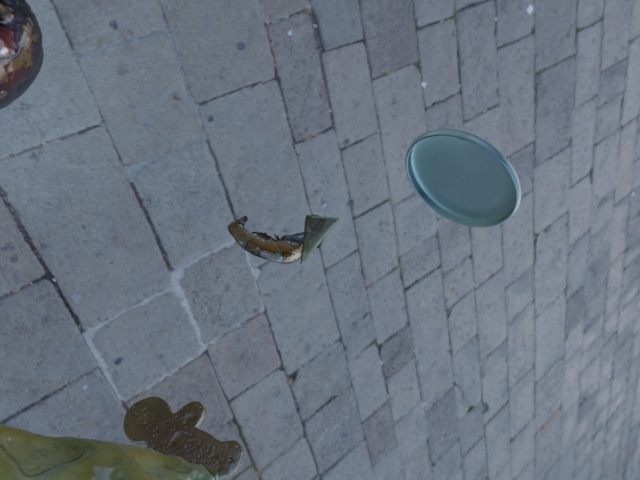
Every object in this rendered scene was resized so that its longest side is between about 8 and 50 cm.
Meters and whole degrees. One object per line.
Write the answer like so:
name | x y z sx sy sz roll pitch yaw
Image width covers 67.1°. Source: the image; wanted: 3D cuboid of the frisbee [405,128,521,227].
frisbee | 0.126 -0.055 0.433 0.014 0.110 0.110 -50 129 -26

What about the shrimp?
shrimp | -0.118 -0.012 1.274 0.290 0.222 0.054 -15 128 -57

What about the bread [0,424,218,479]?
bread | -0.233 0.286 0.417 0.251 0.196 0.239 25 114 -17

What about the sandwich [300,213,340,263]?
sandwich | 0.000 0.000 1.122 0.074 0.074 0.117 -37 135 -79

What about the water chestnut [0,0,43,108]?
water chestnut | -0.565 -0.314 0.704 0.289 0.289 0.244 -34 164 -26

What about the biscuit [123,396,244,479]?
biscuit | -0.320 0.463 1.087 0.197 0.301 0.049 -48 154 -33
